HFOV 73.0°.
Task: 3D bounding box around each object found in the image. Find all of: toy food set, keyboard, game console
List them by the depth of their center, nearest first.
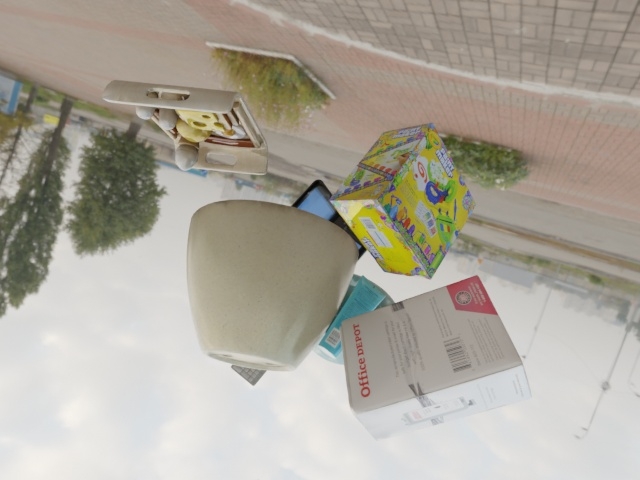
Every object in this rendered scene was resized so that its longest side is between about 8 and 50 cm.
[{"bbox_3d":[-0.240,-0.203,0.848,0.220,0.092,0.306,7,171,6],"label":"toy food set"},{"bbox_3d":[-0.115,0.249,1.084,0.072,0.014,0.256,40,-133,5],"label":"keyboard"},{"bbox_3d":[0.000,0.000,1.406,0.250,0.293,0.173,39,171,16],"label":"game console"}]

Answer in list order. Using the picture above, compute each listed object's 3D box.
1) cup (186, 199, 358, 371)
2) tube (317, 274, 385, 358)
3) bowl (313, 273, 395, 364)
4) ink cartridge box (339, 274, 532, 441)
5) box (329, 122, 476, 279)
[{"bbox_3d":[-0.108,0.107,0.804,0.331,0.236,0.331,9,155,4],"label":"cup"},{"bbox_3d":[0.075,0.187,1.050,0.080,0.207,0.052,43,161,-11],"label":"tube"},{"bbox_3d":[0.070,0.251,1.307,0.312,0.163,0.311,12,-147,-8],"label":"bowl"},{"bbox_3d":[0.193,0.210,0.785,0.207,0.283,0.117,-95,-20,-51],"label":"ink cartridge box"},{"bbox_3d":[0.230,-0.101,1.150,0.177,0.279,0.290,6,141,52],"label":"box"}]
